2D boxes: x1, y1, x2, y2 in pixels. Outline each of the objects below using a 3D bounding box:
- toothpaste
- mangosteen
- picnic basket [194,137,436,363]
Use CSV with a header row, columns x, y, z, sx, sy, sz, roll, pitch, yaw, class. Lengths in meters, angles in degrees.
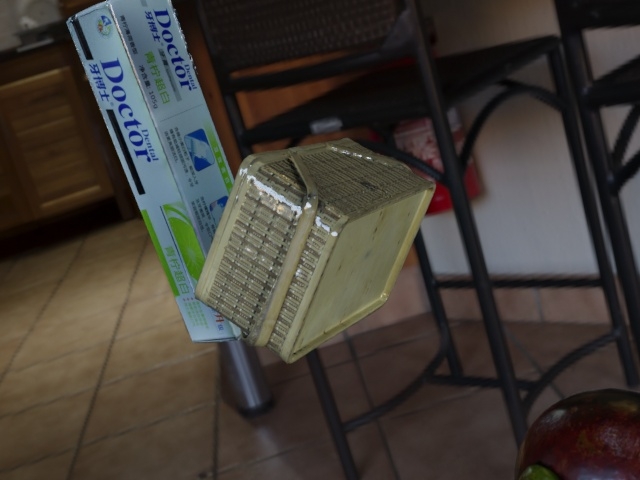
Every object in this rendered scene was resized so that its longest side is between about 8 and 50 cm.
x,y,z,sx,sy,sz,roll,pitch,yaw,class
-0.137,-0.069,0.894,0.067,0.336,0.081,-10,16,35,toothpaste
0.230,0.215,0.750,0.200,0.199,0.200,-15,17,5,mangosteen
0.000,0.000,0.629,0.079,0.115,0.164,30,24,21,picnic basket
